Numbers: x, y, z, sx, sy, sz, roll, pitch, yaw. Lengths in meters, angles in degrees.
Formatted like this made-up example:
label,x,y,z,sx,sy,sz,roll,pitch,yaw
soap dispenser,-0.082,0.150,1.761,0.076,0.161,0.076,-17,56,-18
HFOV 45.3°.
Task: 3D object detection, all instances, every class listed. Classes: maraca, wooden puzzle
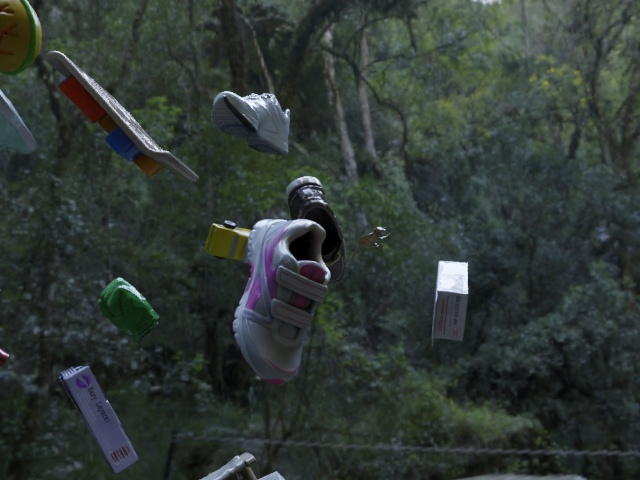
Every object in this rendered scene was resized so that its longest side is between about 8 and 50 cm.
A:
label,x,y,z,sx,sy,sz,roll,pitch,yaw
maraca,-0.537,-0.375,1.309,0.127,0.185,0.099,-17,-4,26
wooden puzzle,-0.454,-0.254,1.745,0.080,0.348,0.322,-47,-7,-2

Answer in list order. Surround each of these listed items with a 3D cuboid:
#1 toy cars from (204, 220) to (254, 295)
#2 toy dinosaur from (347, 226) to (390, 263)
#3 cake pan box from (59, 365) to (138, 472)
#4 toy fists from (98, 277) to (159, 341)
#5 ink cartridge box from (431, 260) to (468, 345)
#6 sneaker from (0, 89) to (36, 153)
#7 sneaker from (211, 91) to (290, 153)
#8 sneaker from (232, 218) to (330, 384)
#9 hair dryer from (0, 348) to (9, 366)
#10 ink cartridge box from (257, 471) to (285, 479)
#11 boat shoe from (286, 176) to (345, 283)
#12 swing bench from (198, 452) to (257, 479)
label,x,y,z,sx,sy,sz,roll,pitch,yaw
toy cars,-0.161,0.091,2.092,0.176,0.087,0.393,-38,-55,-12
toy dinosaur,0.145,0.000,2.266,0.093,0.053,0.183,-3,-31,-38
cake pan box,-0.546,0.425,1.869,0.070,0.266,0.246,-29,4,-25
toy fists,-0.476,0.173,1.877,0.096,0.142,0.279,-39,-1,-17
ink cartridge box,0.252,0.124,1.491,0.062,0.104,0.181,5,23,9
sneaker,-0.632,-0.199,1.431,0.151,0.094,0.256,-34,-6,-11
sneaker,-0.162,-0.299,1.816,0.111,0.129,0.297,8,-7,23
sneaker,-0.048,0.073,1.071,0.103,0.252,0.111,19,-28,-38
hair dryer,-0.914,0.231,2.007,0.224,0.080,0.293,-12,-53,7
ink cartridge box,-0.111,0.646,1.743,0.115,0.198,0.067,-24,-38,0
boat shoe,0.000,0.000,1.761,0.117,0.096,0.324,-19,-44,-3
swing bench,-0.197,0.558,1.398,0.253,0.254,0.165,-26,-2,-24
